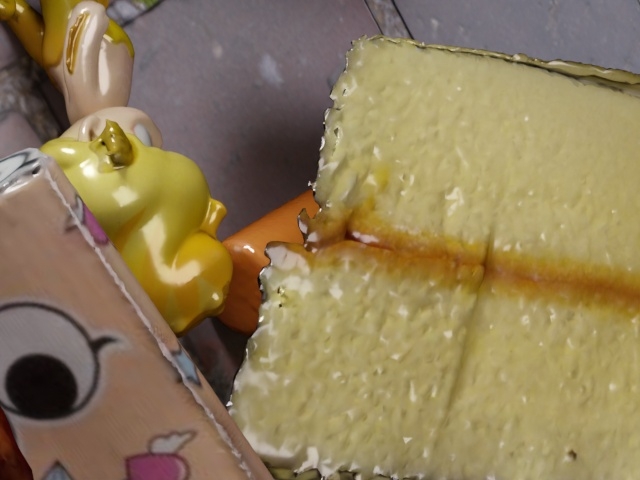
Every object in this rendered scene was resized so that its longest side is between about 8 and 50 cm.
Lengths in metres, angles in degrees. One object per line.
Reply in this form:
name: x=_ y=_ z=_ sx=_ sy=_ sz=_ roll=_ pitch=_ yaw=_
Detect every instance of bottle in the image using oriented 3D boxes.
bottle: x=0.000 y=0.000 z=1.244 sx=0.187 sy=0.069 sz=0.069 roll=-32 pitch=100 yaw=-48

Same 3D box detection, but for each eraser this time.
eraser: x=-0.132 y=0.105 z=1.014 sx=0.290 sy=0.171 sz=0.087 roll=57 pitch=18 yaw=-15

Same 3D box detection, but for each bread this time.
bread: x=0.145 y=0.016 z=1.227 sx=0.405 sy=0.242 sz=0.345 roll=36 pitch=56 yaw=-62

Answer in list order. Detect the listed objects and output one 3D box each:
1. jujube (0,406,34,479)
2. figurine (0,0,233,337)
jujube: x=-0.293 y=0.085 z=0.782 sx=0.377 sy=0.276 sz=0.276 roll=44 pitch=50 yaw=-32
figurine: x=-0.129 y=-0.046 z=1.099 sx=0.156 sy=0.131 sz=0.246 roll=74 pitch=1 yaw=-65
